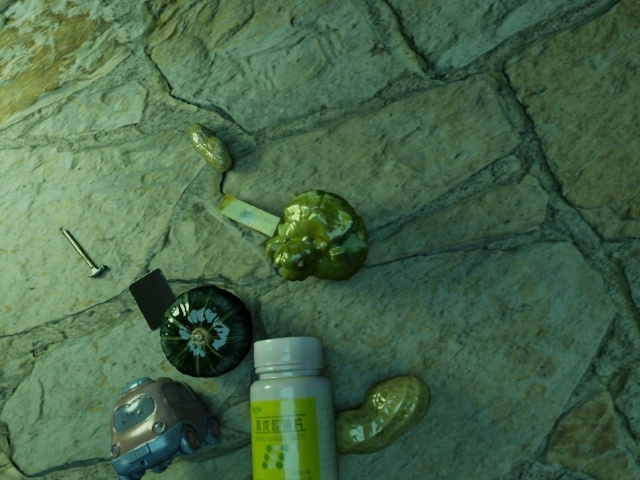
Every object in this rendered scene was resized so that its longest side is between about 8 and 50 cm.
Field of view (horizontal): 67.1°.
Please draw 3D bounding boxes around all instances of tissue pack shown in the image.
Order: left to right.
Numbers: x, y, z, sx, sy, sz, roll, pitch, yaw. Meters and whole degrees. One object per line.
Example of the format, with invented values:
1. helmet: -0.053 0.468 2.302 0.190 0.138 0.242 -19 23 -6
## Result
1. tissue pack: -0.193 -0.067 1.374 0.176 0.095 0.062 25 88 8

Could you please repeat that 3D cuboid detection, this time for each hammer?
1. hammer: -0.722 0.039 1.454 0.062 0.017 0.182 -43 80 0

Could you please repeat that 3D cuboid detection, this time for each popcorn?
1. popcorn: -0.003 0.003 1.286 0.277 0.225 0.276 1 96 5

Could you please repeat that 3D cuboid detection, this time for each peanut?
1. peanut: -0.321 -0.276 1.417 0.080 0.080 0.174 -43 83 0
2. peanut: 0.151 0.465 1.274 0.305 0.147 0.147 -40 82 5

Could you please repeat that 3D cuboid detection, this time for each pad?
1. pad: -0.487 0.173 1.424 0.112 0.003 0.157 -31 82 2

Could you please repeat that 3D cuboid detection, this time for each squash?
1. squash: -0.309 0.248 1.319 0.252 0.165 0.252 0 87 4

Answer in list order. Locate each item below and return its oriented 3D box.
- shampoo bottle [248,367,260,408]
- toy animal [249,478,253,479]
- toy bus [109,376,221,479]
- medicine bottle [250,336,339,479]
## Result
1. shampoo bottle: -0.155 0.389 1.351 0.080 0.040 0.165 5 86 1
2. toy animal: -0.067 0.701 1.285 0.324 0.090 0.195 27 87 6
3. toy bus: -0.414 0.466 1.249 0.197 0.294 0.231 -29 72 5
4. medicine bottle: -0.070 0.445 1.222 0.214 0.213 0.378 -6 72 5
